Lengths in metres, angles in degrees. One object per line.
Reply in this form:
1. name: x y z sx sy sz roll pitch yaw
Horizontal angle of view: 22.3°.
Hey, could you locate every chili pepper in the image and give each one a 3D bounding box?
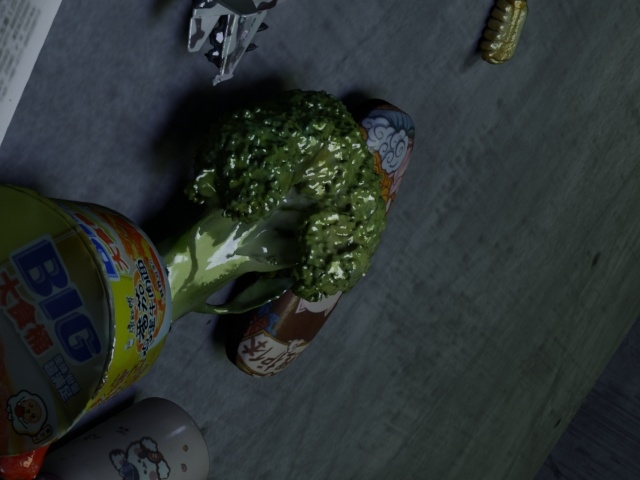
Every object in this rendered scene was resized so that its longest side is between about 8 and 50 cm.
1. chili pepper: -0.255 0.158 1.435 0.059 0.050 0.191 14 99 -47

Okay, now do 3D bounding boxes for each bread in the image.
1. bread: 0.210 -0.245 1.867 0.049 0.033 0.088 -9 124 -42

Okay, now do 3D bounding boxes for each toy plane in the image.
1. toy plane: -0.056 -0.214 1.356 0.234 0.082 0.160 -41 145 -65

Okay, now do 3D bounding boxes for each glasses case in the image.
1. glasses case: 0.000 0.000 1.698 0.321 0.082 0.122 -61 159 9

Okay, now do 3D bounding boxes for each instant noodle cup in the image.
1. instant noodle cup: -0.215 0.050 1.231 0.205 0.205 0.153 -64 166 14

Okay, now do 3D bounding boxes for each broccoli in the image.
1. broccoli: -0.050 -0.010 1.464 0.302 0.186 0.254 -41 161 -46

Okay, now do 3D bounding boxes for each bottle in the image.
1. bottle: -0.216 0.240 1.539 0.233 0.110 0.110 -27 142 -48

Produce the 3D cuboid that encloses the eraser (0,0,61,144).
1. eraser: -0.254 -0.073 0.977 0.404 0.096 0.098 -69 157 -13
